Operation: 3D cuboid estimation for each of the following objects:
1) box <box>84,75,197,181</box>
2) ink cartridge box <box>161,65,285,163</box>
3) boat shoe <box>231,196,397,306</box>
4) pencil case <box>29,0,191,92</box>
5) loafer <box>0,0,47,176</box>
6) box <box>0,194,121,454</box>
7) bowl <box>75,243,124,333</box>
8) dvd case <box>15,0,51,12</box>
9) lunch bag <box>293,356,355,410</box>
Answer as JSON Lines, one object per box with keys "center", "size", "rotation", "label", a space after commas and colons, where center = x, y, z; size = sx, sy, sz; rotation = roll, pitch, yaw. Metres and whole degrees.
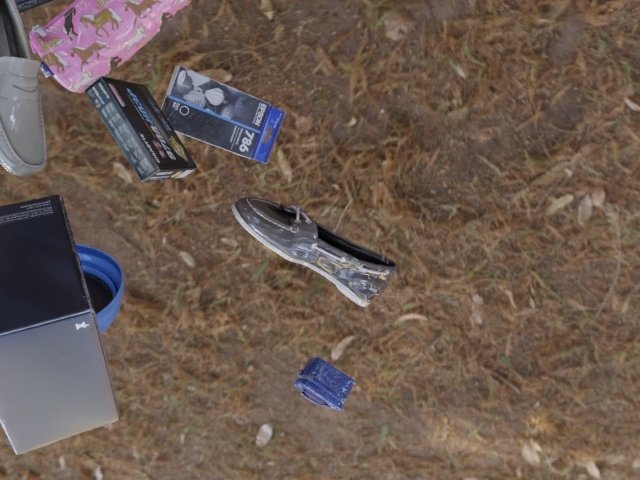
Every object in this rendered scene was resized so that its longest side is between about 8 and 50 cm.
{"center": [-0.369, -0.229, 1.224], "size": [0.051, 0.175, 0.220], "rotation": [-32, 90, 16], "label": "box"}
{"center": [-0.256, -0.331, 1.588], "size": [0.333, 0.065, 0.165], "rotation": [16, 97, -28], "label": "ink cartridge box"}
{"center": [0.000, 0.000, 1.004], "size": [0.335, 0.112, 0.095], "rotation": [35, 106, -33], "label": "boat shoe"}
{"center": [-0.485, -0.515, 1.360], "size": [0.386, 0.167, 0.160], "rotation": [-37, 85, 5], "label": "pencil case"}
{"center": [-0.511, -0.265, 0.953], "size": [0.111, 0.112, 0.319], "rotation": [-13, 99, 22], "label": "loafer"}
{"center": [-0.473, 0.136, 0.982], "size": [0.183, 0.294, 0.296], "rotation": [-16, 136, -23], "label": "box"}
{"center": [-0.650, 0.134, 1.343], "size": [0.391, 0.391, 0.077], "rotation": [8, 120, 6], "label": "bowl"}
{"center": [-0.702, -0.541, 1.326], "size": [0.253, 0.180, 0.022], "rotation": [19, 137, 36], "label": "dvd case"}
{"center": [0.002, 0.251, 1.019], "size": [0.098, 0.065, 0.067], "rotation": [34, 157, -8], "label": "lunch bag"}
